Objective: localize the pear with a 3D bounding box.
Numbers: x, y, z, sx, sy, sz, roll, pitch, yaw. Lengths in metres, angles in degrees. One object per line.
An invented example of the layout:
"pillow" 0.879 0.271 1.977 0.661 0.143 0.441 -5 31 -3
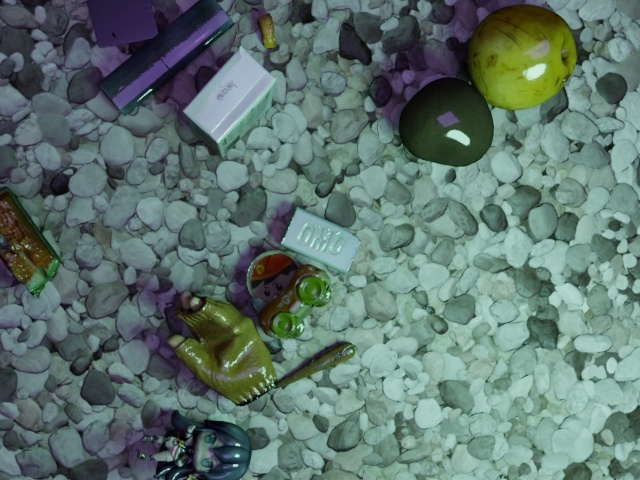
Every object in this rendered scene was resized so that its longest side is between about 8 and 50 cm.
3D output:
"pear" 0.520 -0.476 1.563 0.280 0.281 0.281 0 92 -8

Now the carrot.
"carrot" -0.015 0.345 1.639 0.254 0.049 0.049 -27 95 -2

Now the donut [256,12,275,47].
"donut" -0.144 -0.557 1.598 0.038 0.067 0.083 -12 125 -14

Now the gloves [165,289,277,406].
"gloves" -0.254 0.270 1.546 0.203 0.155 0.356 -31 111 1

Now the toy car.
"toy car" -0.103 0.133 1.586 0.235 0.145 0.235 -2 80 8

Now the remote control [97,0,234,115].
"remote control" -0.400 -0.483 1.559 0.377 0.044 0.107 -42 92 -5

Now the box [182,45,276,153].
"box" -0.219 -0.328 1.471 0.116 0.274 0.203 42 86 -6

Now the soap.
"soap" 0.000 0.000 1.617 0.198 0.063 0.115 23 87 -8

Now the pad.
"pad" -0.528 -0.644 1.556 0.159 0.009 0.265 -13 95 -7

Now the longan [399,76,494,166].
"longan" 0.336 -0.302 1.577 0.246 0.215 0.246 0 88 15

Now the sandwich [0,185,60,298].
"sandwich" -0.749 -0.018 1.458 0.109 0.212 0.292 -36 82 -20

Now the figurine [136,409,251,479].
"figurine" -0.308 0.539 1.531 0.265 0.197 0.175 12 91 12
